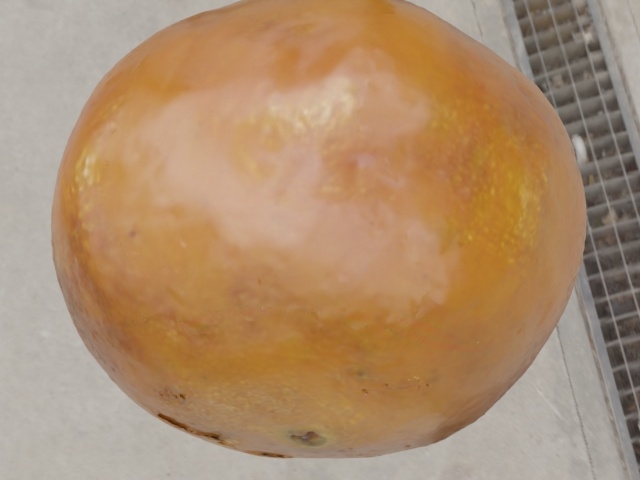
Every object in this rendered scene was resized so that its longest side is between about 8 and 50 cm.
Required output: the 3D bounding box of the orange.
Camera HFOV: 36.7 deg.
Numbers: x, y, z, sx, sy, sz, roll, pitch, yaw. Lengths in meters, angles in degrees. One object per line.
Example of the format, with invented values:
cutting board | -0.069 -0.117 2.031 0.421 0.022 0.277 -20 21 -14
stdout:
orange | 0.000 0.000 0.522 0.283 0.284 0.226 -7 61 20
